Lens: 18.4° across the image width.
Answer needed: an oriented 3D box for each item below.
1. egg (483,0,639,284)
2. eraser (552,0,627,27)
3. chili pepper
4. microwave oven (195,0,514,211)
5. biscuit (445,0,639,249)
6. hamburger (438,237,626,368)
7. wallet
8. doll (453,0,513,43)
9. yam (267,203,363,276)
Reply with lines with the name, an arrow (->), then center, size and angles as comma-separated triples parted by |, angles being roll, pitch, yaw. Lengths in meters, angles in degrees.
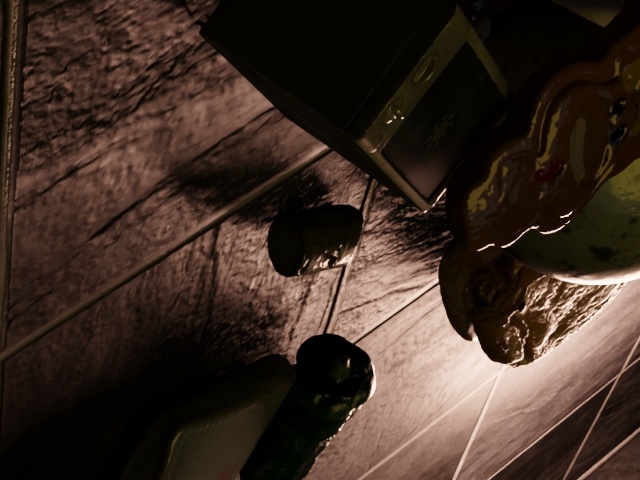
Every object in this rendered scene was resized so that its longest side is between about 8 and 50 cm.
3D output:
egg -> 0.266, -0.106, 1.984 | 0.287, 0.287, 0.379 | -49, 147, 9
eraser -> 0.251, -0.249, 1.759 | 0.298, 0.078, 0.076 | 20, 145, -38
chili pepper -> -0.009, 0.193, 2.287 | 0.136, 0.099, 0.270 | -24, 157, -28
microwave oven -> 0.032, -0.148, 1.584 | 0.145, 0.194, 0.240 | -51, 160, 0
biscuit -> 0.223, -0.093, 1.711 | 0.295, 0.044, 0.186 | -40, 140, -22
hamburger -> 0.281, 0.012, 2.426 | 0.319, 0.158, 0.318 | -38, 159, -18
wallet -> -0.171, 0.292, 2.191 | 0.252, 0.083, 0.360 | -27, 152, -54
doll -> 0.159, -0.249, 1.824 | 0.206, 0.067, 0.110 | -59, 168, 4
yam -> 0.000, 0.000, 1.977 | 0.146, 0.070, 0.069 | -9, 139, -57
